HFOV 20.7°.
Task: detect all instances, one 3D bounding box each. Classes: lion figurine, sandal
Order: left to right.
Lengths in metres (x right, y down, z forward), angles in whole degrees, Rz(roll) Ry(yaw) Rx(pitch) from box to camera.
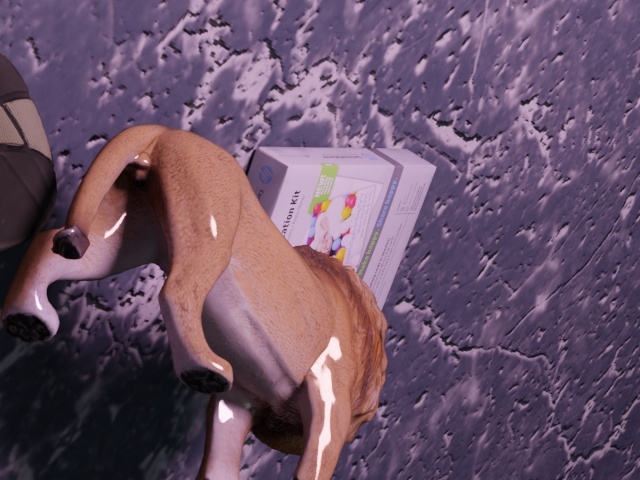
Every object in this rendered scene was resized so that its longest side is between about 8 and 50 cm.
[{"bbox_3d":[-0.248,-0.024,0.949,0.303,0.086,0.120,-38,117,-53],"label":"sandal"},{"bbox_3d":[-0.058,0.034,1.123,0.392,0.142,0.240,65,29,-47],"label":"lion figurine"}]

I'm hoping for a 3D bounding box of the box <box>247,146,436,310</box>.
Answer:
[{"bbox_3d":[0.000,0.000,1.347,0.186,0.038,0.145,-1,117,-51],"label":"box"}]
